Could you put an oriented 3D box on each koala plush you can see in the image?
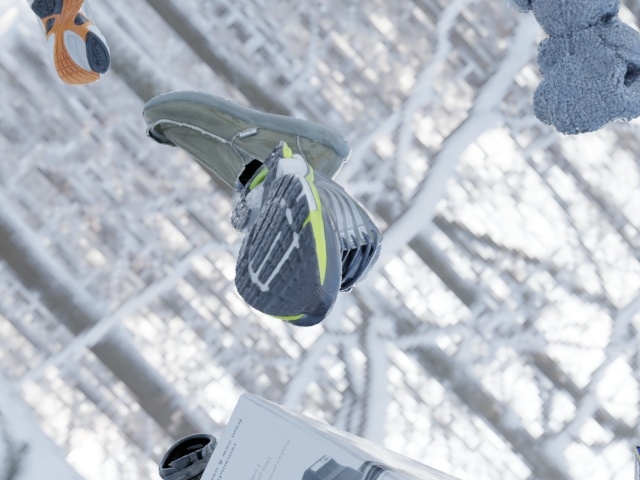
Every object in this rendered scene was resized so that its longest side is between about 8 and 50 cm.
[{"bbox_3d":[0.316,-0.256,1.959,0.196,0.221,0.203,-6,-160,37],"label":"koala plush"}]

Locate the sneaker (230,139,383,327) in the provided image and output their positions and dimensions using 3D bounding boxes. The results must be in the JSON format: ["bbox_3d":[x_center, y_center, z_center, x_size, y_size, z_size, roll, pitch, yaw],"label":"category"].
[{"bbox_3d":[0.000,0.000,1.431,0.111,0.121,0.300,-58,-166,17],"label":"sneaker"}]

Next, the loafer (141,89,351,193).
[{"bbox_3d":[-0.093,-0.102,1.834,0.087,0.251,0.094,-71,157,-13],"label":"loafer"}]

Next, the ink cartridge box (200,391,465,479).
[{"bbox_3d":[0.102,0.286,1.350,0.395,0.285,0.166,20,-95,58],"label":"ink cartridge box"}]

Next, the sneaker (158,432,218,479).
[{"bbox_3d":[-0.141,0.360,2.127,0.104,0.147,0.296,-28,-150,-2],"label":"sneaker"}]

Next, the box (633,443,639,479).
[{"bbox_3d":[0.419,0.245,1.739,0.169,0.059,0.054,-5,-150,0],"label":"box"}]

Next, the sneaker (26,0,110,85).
[{"bbox_3d":[-0.361,-0.340,2.232,0.099,0.262,0.121,-18,-136,-13],"label":"sneaker"}]
